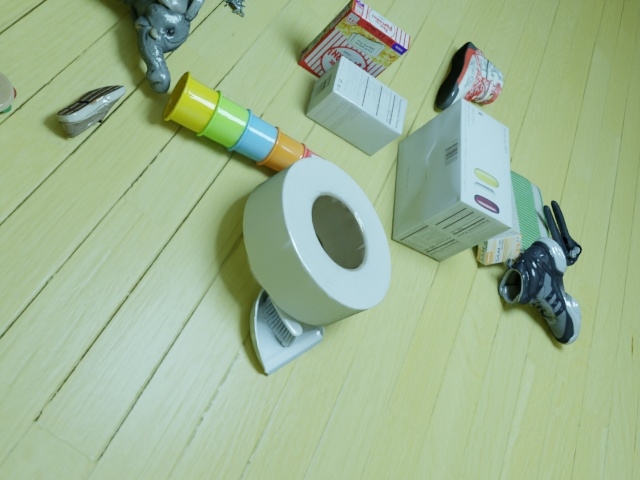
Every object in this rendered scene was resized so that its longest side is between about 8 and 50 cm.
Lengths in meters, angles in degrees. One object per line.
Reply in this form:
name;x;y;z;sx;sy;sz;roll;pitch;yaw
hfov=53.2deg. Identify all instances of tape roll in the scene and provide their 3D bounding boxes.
tape roll;0.000;0.000;1.115;0.286;0.100;0.286;30;46;-38

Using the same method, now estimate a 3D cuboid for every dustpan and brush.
dustpan and brush;-0.078;0.098;1.079;0.147;0.060;0.211;-26;84;-41

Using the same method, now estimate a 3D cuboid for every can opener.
can opener;0.606;-0.015;1.620;0.059;0.073;0.186;-40;115;-19

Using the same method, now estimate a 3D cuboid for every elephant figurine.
elephant figurine;-0.286;-0.410;1.124;0.239;0.186;0.169;52;5;-19

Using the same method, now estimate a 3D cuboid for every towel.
towel;0.442;-0.079;1.572;0.325;0.038;0.247;15;61;-30

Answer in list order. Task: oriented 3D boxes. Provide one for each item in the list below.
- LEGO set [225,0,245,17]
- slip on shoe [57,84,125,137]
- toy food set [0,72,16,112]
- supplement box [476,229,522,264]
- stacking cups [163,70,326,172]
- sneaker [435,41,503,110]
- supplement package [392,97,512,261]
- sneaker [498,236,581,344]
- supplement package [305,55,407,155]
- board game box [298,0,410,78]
LEGO set;-0.178;-0.497;1.308;0.083;0.023;0.054;41;51;-15
slip on shoe;-0.362;-0.210;1.027;0.135;0.052;0.041;-56;146;-47
toy food set;-0.494;-0.221;0.944;0.083;0.020;0.083;-37;93;-42
supplement box;0.410;0.016;1.466;0.099;0.036;0.062;-9;114;-23
stacking cups;-0.121;-0.185;1.158;0.316;0.096;0.096;26;56;-25
sneaker;0.393;-0.391;1.643;0.145;0.090;0.270;38;49;-14
supplement package;0.278;-0.124;1.355;0.145;0.204;0.261;24;56;-27
sneaker;0.499;0.137;1.475;0.153;0.101;0.268;-23;104;-18
supplement package;0.078;-0.279;1.343;0.179;0.105;0.105;29;55;-24
board game box;0.068;-0.396;1.332;0.147;0.193;0.045;27;56;-24
